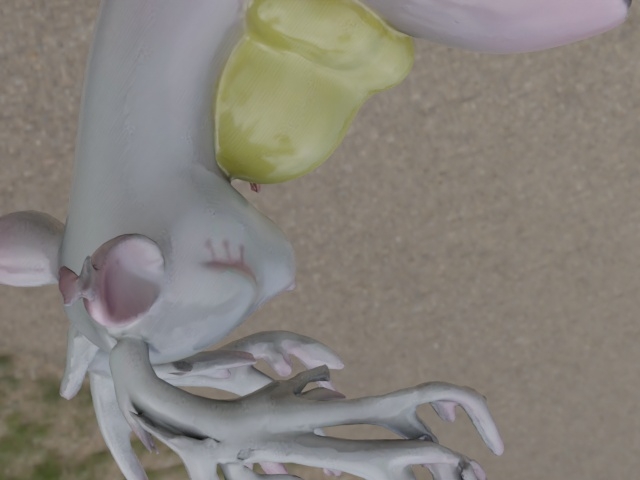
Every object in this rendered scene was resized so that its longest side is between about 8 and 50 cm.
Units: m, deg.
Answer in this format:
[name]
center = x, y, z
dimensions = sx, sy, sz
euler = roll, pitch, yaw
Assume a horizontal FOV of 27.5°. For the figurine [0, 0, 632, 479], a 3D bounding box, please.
[figurine]
center = 0.001, 0.003, 0.570
dimensions = 0.284, 0.206, 0.316
euler = 35, 95, -29
